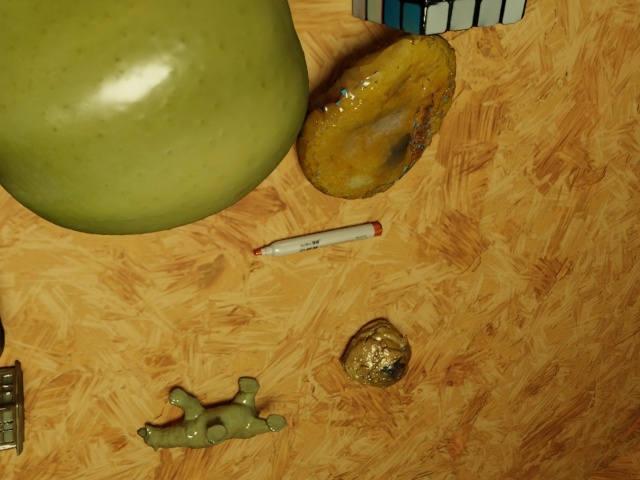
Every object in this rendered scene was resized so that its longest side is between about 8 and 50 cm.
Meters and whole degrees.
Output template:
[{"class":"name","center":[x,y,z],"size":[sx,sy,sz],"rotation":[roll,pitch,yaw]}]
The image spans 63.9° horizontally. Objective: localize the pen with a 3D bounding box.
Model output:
[{"class":"pen","center":[0.000,0.000,0.798],"size":[0.218,0.026,0.026],"rotation":[-11,123,-25]}]

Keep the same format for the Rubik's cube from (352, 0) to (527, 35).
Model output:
[{"class":"Rubik's cube","center":[0.138,-0.335,0.595],"size":[0.154,0.155,0.151],"rotation":[-16,126,-22]}]

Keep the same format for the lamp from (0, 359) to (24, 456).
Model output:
[{"class":"lamp","center":[-0.522,0.217,0.580],"size":[0.326,0.090,0.089],"rotation":[-1,119,-29]}]

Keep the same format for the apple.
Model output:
[{"class":"apple","center":[-0.202,-0.169,0.538],"size":[0.361,0.311,0.320],"rotation":[-34,85,-11]}]

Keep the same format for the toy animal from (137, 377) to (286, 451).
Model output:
[{"class":"toy animal","center":[-0.178,0.300,0.845],"size":[0.219,0.103,0.101],"rotation":[0,141,-35]}]

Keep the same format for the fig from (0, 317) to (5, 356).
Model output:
[{"class":"fig","center":[-0.413,0.088,0.532],"size":[0.166,0.154,0.144],"rotation":[-39,-176,40]}]

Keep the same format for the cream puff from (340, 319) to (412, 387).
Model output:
[{"class":"cream puff","center":[0.106,0.216,0.946],"size":[0.133,0.104,0.119],"rotation":[-13,130,-23]}]

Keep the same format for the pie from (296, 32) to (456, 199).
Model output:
[{"class":"pie","center":[0.082,-0.161,0.698],"size":[0.274,0.069,0.273],"rotation":[-26,153,-14]}]
